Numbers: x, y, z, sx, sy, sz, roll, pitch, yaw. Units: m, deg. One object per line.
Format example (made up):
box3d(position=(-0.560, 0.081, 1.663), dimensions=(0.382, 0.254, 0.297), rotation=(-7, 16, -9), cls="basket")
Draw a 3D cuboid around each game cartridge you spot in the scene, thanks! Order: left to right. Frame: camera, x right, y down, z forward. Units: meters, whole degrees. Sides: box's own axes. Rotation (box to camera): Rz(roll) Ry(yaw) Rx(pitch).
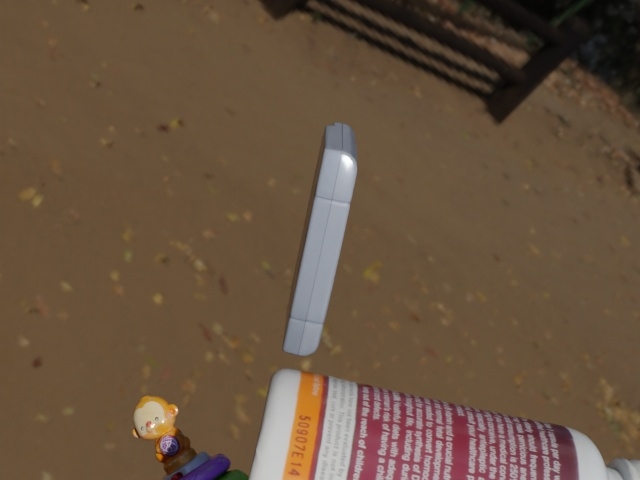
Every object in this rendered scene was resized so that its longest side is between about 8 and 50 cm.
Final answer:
box3d(position=(0.000, 0.000, 1.641), dimensions=(0.060, 0.294, 0.196), rotation=(12, 19, 1), cls="game cartridge")

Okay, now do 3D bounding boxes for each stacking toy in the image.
box3d(position=(-0.134, 0.316, 1.435), dimensions=(0.302, 0.175, 0.166), rotation=(57, 17, 3), cls="stacking toy")

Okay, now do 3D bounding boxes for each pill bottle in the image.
box3d(position=(0.125, 0.262, 1.076), dimensions=(0.392, 0.224, 0.224), rotation=(12, 28, 0), cls="pill bottle")
